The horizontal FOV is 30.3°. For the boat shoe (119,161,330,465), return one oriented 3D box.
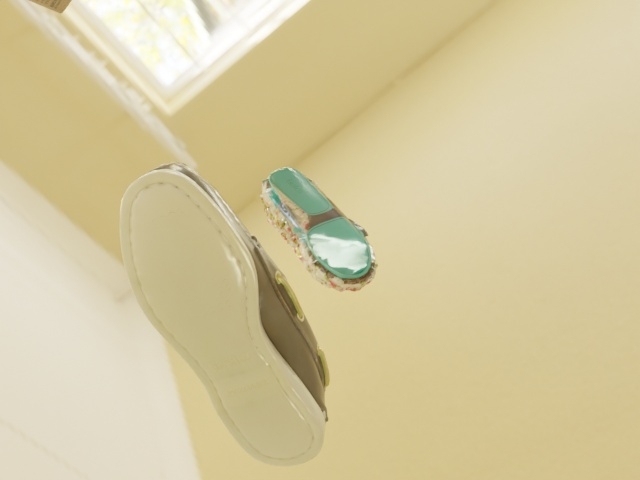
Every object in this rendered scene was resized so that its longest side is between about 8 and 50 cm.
[{"bbox_3d":[-0.076,0.057,1.020,0.091,0.109,0.305,-73,-37,-56],"label":"boat shoe"}]

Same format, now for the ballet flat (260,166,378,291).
[{"bbox_3d":[0.000,0.000,1.415,0.241,0.091,0.077,-124,28,-46],"label":"ballet flat"}]

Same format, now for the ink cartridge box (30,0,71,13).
[{"bbox_3d":[-0.287,-0.418,1.397,0.088,0.193,0.235,21,-116,-22],"label":"ink cartridge box"}]
